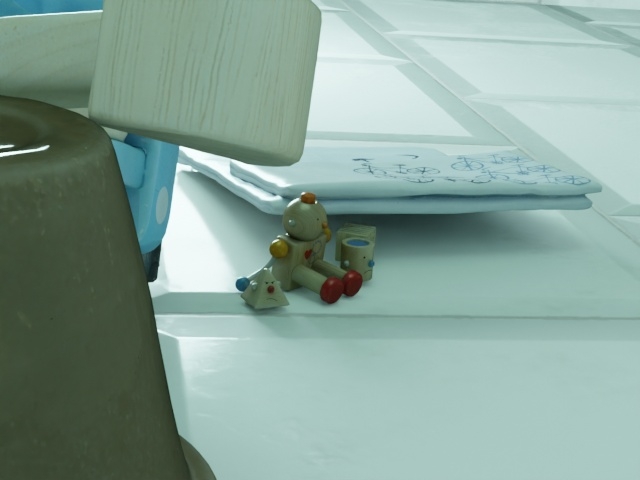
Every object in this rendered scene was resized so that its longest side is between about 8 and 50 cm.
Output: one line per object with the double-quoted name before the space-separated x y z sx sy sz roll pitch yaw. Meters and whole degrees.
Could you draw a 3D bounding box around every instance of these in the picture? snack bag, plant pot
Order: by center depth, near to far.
"plant pot" -0.165 0.061 0.555 0.263 0.229 0.263 5 18 -2
"snack bag" 0.052 -0.070 1.264 0.323 0.037 0.342 -2 12 -20

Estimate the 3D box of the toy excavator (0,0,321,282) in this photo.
"toy excavator" -0.188 -0.087 0.809 0.432 0.222 0.445 8 -1 11

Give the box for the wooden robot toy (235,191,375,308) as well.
"wooden robot toy" 0.000 0.000 1.024 0.076 0.079 0.173 17 22 34
